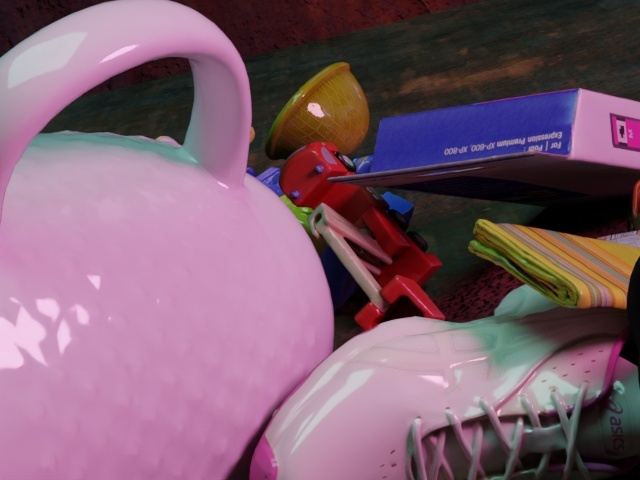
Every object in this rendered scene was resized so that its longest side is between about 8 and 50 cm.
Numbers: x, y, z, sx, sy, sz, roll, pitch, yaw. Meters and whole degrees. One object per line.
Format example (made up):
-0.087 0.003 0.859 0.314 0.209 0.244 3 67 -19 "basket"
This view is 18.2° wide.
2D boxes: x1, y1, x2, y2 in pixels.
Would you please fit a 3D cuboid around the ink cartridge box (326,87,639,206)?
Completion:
0.174 -0.071 1.589 0.176 0.069 0.371 -7 -4 32 "ink cartridge box"

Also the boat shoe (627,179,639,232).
0.260 -0.006 1.491 0.064 0.060 0.178 -14 13 0 "boat shoe"

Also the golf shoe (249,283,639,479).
0.103 0.096 1.121 0.306 0.115 0.140 -22 20 -33 "golf shoe"

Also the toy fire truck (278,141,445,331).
0.029 0.002 1.500 0.047 0.192 0.135 -46 -16 16 "toy fire truck"

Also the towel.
0.204 0.030 1.177 0.237 0.021 0.102 9 19 -36 "towel"

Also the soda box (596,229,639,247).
0.280 0.018 1.367 0.183 0.063 0.058 -11 14 15 "soda box"

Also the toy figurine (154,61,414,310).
0.000 0.000 1.685 0.217 0.191 0.362 25 33 22 "toy figurine"

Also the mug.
-0.148 0.035 1.105 0.276 0.374 0.328 38 37 28 "mug"

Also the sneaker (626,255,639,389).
0.264 0.020 1.011 0.202 0.185 0.483 21 18 6 "sneaker"
